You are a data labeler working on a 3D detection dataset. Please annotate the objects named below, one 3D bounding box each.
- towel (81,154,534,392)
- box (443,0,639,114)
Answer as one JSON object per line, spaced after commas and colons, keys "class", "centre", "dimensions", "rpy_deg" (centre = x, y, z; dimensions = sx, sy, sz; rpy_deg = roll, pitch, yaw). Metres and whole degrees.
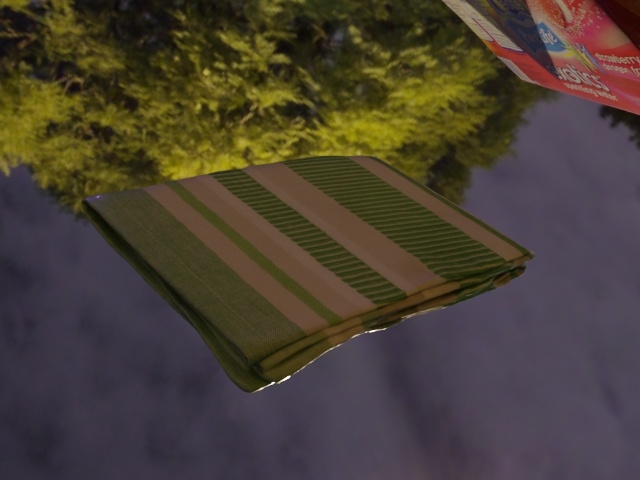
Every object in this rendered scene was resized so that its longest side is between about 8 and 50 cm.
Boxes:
{"class": "towel", "centre": [0.000, 0.000, 0.645], "dimensions": [0.324, 0.038, 0.248], "rpy_deg": [-16, -139, -39]}
{"class": "box", "centre": [0.164, -0.166, 0.434], "dimensions": [0.128, 0.123, 0.257], "rpy_deg": [39, -170, -17]}
